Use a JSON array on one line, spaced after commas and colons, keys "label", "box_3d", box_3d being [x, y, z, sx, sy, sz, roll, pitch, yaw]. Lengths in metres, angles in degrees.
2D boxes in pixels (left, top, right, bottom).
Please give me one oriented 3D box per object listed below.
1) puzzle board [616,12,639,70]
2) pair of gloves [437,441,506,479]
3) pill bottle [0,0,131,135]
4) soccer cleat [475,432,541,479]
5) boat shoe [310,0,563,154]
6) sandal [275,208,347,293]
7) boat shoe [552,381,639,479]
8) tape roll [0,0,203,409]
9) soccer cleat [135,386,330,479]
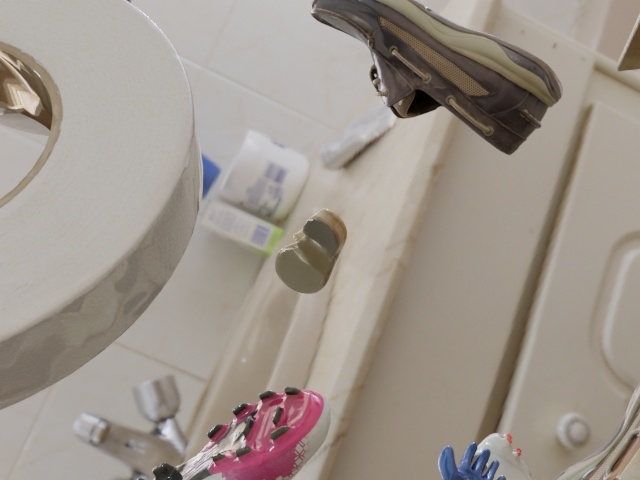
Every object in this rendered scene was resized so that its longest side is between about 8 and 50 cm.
[{"label": "puzzle board", "box_3d": [0.271, -0.165, 0.624, 0.128, 0.097, 0.011, 87, 176, -65]}, {"label": "pair of gloves", "box_3d": [0.214, 0.334, 1.077, 0.023, 0.198, 0.159, -55, -10, 33]}, {"label": "pill bottle", "box_3d": [-0.289, -0.255, 0.994, 0.153, 0.153, 0.264, 161, 112, -77]}, {"label": "soccer cleat", "box_3d": [0.330, 0.413, 1.482, 0.076, 0.196, 0.068, -35, -13, 11]}, {"label": "boat shoe", "box_3d": [0.116, -0.215, 1.092, 0.132, 0.355, 0.130, 15, -75, -59]}, {"label": "sandal", "box_3d": [0.005, 0.005, 1.336, 0.079, 0.088, 0.240, -45, -5, -28]}, {"label": "boat shoe", "box_3d": [0.328, 0.216, 0.830, 0.324, 0.123, 0.116, -56, 3, 17]}, {"label": "tape roll", "box_3d": [-0.275, -0.050, 0.611, 0.072, 0.392, 0.392, 91, -167, -52]}, {"label": "soccer cleat", "box_3d": [-0.091, 0.290, 1.054, 0.331, 0.143, 0.116, -35, 21, 24]}]
